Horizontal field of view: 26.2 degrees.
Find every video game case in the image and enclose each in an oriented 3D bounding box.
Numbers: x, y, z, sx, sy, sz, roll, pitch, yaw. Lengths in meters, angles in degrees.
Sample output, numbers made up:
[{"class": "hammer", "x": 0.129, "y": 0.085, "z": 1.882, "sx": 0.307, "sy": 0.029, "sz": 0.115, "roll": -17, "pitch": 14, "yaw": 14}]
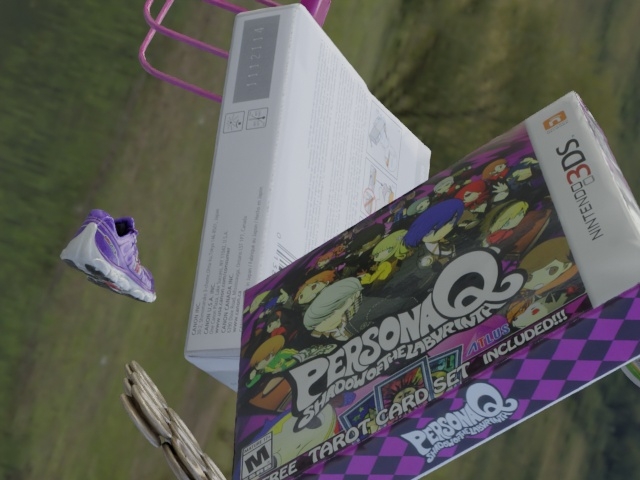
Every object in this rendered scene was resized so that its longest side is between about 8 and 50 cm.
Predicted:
[{"class": "video game case", "x": 0.059, "y": 0.034, "z": 0.712, "sx": 0.232, "sy": 0.042, "sz": 0.210, "roll": -31, "pitch": -156, "yaw": 15}]

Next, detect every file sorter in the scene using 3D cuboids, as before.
[{"class": "file sorter", "x": -0.071, "y": -0.306, "z": 1.470, "sx": 0.291, "sy": 0.182, "sz": 0.202, "roll": 114, "pitch": -2, "yaw": -49}]

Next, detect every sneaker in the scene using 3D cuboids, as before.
[{"class": "sneaker", "x": -0.196, "y": 0.015, "z": 1.366, "sx": 0.170, "sy": 0.068, "sz": 0.071, "roll": 62, "pitch": 50, "yaw": -72}]

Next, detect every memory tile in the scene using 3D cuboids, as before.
[{"class": "memory tile", "x": -0.071, "y": 0.138, "z": 0.813, "sx": 0.012, "sy": 0.148, "sz": 0.113, "roll": -36, "pitch": -169, "yaw": -4}]

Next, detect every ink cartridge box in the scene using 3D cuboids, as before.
[{"class": "ink cartridge box", "x": 0.000, "y": 0.000, "z": 1.129, "sx": 0.261, "sy": 0.066, "sz": 0.296, "roll": 42, "pitch": 49, "yaw": -53}]

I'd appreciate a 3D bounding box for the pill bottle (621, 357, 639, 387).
[{"class": "pill bottle", "x": 0.366, "y": 0.047, "z": 1.229, "sx": 0.246, "sy": 0.136, "sz": 0.136, "roll": 124, "pitch": -13, "yaw": -63}]
